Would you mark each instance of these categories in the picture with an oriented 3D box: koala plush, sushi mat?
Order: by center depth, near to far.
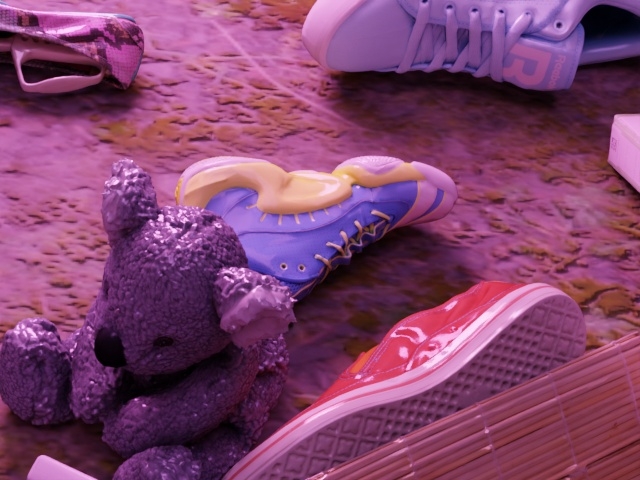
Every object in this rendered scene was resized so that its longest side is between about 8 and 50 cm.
[{"bbox_3d":[-0.106,0.054,1.096,0.196,0.221,0.203,40,55,21],"label":"koala plush"},{"bbox_3d":[0.139,0.189,1.118,0.316,0.019,0.151,-21,94,-25],"label":"sushi mat"}]

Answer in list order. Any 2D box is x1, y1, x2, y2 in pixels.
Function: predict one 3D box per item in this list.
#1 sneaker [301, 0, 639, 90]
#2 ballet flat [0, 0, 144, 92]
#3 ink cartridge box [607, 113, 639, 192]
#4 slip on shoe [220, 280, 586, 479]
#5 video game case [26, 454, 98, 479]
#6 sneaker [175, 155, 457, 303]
[{"bbox_3d":[0.168,-0.203,1.414,0.366,0.135,0.150,-16,53,-21],"label":"sneaker"},{"bbox_3d":[-0.268,-0.171,1.353,0.221,0.077,0.079,7,70,-5],"label":"ballet flat"},{"bbox_3d":[0.371,-0.051,1.316,0.171,0.056,0.235,-2,25,-12],"label":"ink cartridge box"},{"bbox_3d":[0.053,0.132,1.150,0.331,0.123,0.101,-33,27,-23],"label":"slip on shoe"},{"bbox_3d":[-0.064,0.206,0.970,0.201,0.183,0.023,17,72,37],"label":"video game case"},{"bbox_3d":[0.000,0.000,1.264,0.240,0.091,0.126,0,70,-11],"label":"sneaker"}]
